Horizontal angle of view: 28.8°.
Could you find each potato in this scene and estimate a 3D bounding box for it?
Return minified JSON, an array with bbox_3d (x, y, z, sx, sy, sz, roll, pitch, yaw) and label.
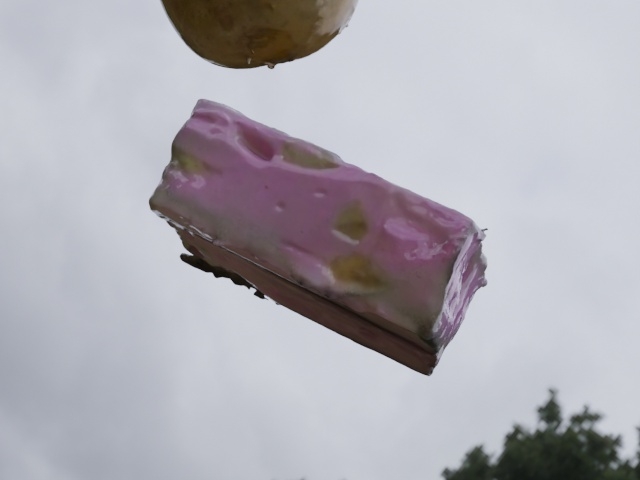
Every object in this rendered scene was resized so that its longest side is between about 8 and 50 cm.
[{"bbox_3d":[-0.039,-0.175,0.672,0.109,0.118,0.178,139,-62,-64],"label":"potato"}]

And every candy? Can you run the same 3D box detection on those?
[{"bbox_3d":[0.000,0.000,1.020,0.265,0.116,0.155,26,-15,18],"label":"candy"}]
